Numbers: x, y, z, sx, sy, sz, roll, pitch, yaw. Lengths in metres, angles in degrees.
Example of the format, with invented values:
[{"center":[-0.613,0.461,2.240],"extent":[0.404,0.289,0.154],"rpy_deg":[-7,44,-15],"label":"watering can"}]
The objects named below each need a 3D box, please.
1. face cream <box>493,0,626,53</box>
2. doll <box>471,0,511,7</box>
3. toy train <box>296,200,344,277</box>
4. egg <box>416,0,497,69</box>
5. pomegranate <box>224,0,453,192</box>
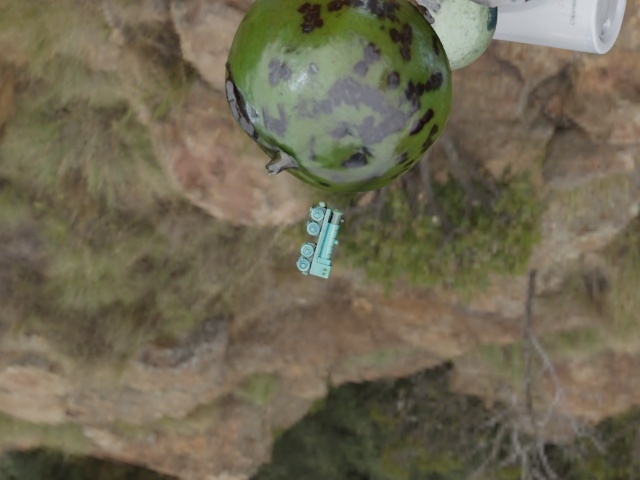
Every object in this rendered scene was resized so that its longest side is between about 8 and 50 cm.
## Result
[{"center":[0.234,-0.356,1.906],"extent":[0.369,0.145,0.145],"rpy_deg":[11,137,26],"label":"face cream"},{"center":[0.227,-0.290,1.214],"extent":[0.423,0.161,0.348],"rpy_deg":[9,177,29],"label":"doll"},{"center":[0.000,0.000,1.612],"extent":[0.045,0.029,0.092],"rpy_deg":[16,102,0],"label":"toy train"},{"center":[0.162,-0.300,1.763],"extent":[0.141,0.141,0.182],"rpy_deg":[4,154,8],"label":"egg"},{"center":[0.017,-0.096,0.713],"extent":[0.122,0.161,0.122],"rpy_deg":[20,149,12],"label":"pomegranate"}]
